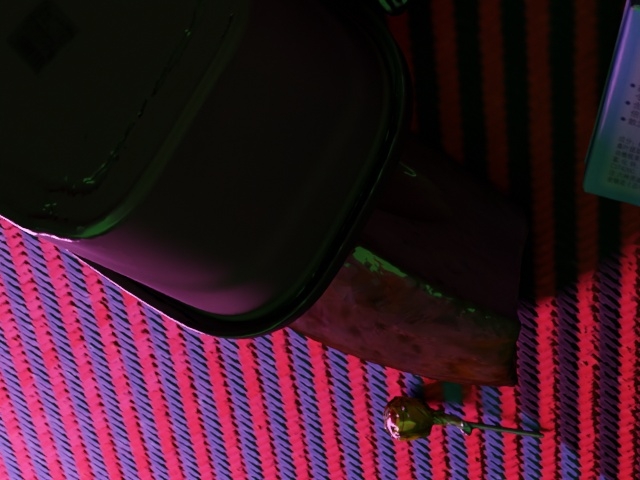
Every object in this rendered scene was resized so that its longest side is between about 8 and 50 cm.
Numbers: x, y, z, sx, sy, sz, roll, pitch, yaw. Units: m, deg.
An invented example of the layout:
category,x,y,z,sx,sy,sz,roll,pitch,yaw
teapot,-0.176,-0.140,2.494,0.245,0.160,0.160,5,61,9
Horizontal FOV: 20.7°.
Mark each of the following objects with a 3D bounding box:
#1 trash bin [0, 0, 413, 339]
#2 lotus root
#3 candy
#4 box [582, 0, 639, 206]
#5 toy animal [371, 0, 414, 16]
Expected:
category,x,y,z,sx,sy,sz,roll,pitch,yaw
trash bin,-0.094,-0.079,0.937,0.220,0.219,0.250,30,-178,17
lotus root,-0.001,0.002,1.147,0.314,0.142,0.210,23,138,2
candy,0.108,0.141,1.321,0.123,0.035,0.035,7,179,3
box,0.279,-0.073,0.999,0.232,0.083,0.142,16,137,9
toy animal,0.066,-0.233,0.927,0.117,0.121,0.210,14,133,-19
